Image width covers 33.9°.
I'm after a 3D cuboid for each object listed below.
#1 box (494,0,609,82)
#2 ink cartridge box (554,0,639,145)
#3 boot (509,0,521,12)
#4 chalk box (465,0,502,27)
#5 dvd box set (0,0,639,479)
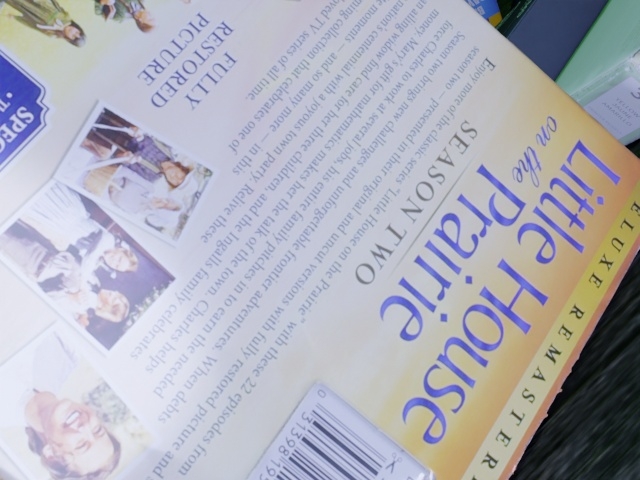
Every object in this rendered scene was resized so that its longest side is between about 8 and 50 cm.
[{"bbox_3d":[0.116,-0.059,0.779,0.261,0.103,0.184,-53,7,-23],"label":"box"},{"bbox_3d":[0.231,-0.148,0.610,0.171,0.056,0.235,-53,8,-22],"label":"ink cartridge box"},{"bbox_3d":[0.235,-0.347,1.274,0.246,0.207,0.094,-52,4,-6],"label":"boot"},{"bbox_3d":[0.122,-0.220,1.267,0.179,0.289,0.180,-18,4,-5],"label":"chalk box"},{"bbox_3d":[-0.073,-0.046,0.448,0.307,0.420,0.062,-54,8,-25],"label":"dvd box set"}]
